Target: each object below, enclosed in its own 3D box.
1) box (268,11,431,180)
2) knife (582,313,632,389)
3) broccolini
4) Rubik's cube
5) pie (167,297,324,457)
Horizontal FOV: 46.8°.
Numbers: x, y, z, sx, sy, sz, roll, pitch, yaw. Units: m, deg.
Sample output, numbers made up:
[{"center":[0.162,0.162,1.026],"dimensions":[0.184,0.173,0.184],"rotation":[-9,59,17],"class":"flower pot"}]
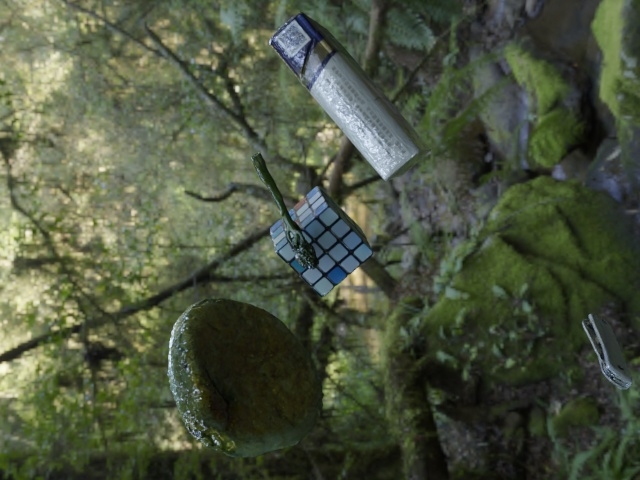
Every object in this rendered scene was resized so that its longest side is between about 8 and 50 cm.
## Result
[{"center":[0.048,-0.206,1.074],"dimensions":[0.259,0.071,0.168],"rotation":[49,-165,5],"class":"box"},{"center":[0.603,0.230,1.570],"dimensions":[0.040,0.073,0.265],"rotation":[-53,5,22],"class":"knife"},{"center":[-0.078,-0.050,1.452],"dimensions":[0.254,0.071,0.057],"rotation":[59,-146,-14],"class":"broccolini"},{"center":[0.000,0.000,1.605],"dimensions":[0.154,0.155,0.151],"rotation":[-42,20,8],"class":"Rubik's cube"},{"center":[-0.121,0.213,1.175],"dimensions":[0.078,0.277,0.277],"rotation":[-42,41,36],"class":"pie"}]
